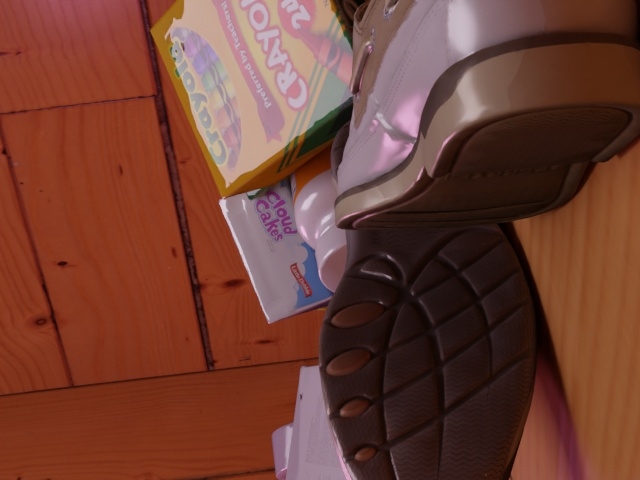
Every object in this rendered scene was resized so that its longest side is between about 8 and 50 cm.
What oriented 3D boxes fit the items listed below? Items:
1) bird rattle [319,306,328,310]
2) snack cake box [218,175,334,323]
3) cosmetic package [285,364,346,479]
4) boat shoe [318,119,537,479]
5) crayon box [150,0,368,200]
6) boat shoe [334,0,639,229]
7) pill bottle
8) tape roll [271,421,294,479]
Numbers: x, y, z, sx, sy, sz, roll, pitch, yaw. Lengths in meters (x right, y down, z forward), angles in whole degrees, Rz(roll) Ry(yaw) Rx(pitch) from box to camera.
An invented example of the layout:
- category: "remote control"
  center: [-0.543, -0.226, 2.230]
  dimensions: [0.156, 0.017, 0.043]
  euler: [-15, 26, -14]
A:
- category: "bird rattle"
  center: [0.062, 0.031, 2.180]
  dimensions: [0.207, 0.143, 0.254]
  euler: [-118, 31, -54]
- category: "snack cake box"
  center: [0.000, 0.000, 1.371]
  dimensions: [0.264, 0.089, 0.152]
  euler: [-11, -102, -67]
- category: "cosmetic package"
  center: [0.030, 0.309, 1.128]
  dimensions: [0.284, 0.097, 0.377]
  euler: [156, 123, -72]
- category: "boat shoe"
  center: [0.077, 0.053, 0.753]
  dimensions: [0.355, 0.132, 0.130]
  euler: [-85, -17, -46]
- category: "crayon box"
  center: [-0.054, -0.174, 1.123]
  dimensions: [0.318, 0.081, 0.202]
  euler: [-33, 79, 50]
- category: "boat shoe"
  center: [0.068, -0.070, 0.536]
  dimensions: [0.302, 0.113, 0.103]
  euler: [137, 129, -76]
- category: "pill bottle"
  center: [0.036, -0.066, 1.222]
  dimensions: [0.136, 0.136, 0.246]
  euler: [85, 178, -52]
- category: "tape roll"
  center: [0.030, 0.347, 1.913]
  dimensions: [0.219, 0.219, 0.072]
  euler: [86, 178, -68]
